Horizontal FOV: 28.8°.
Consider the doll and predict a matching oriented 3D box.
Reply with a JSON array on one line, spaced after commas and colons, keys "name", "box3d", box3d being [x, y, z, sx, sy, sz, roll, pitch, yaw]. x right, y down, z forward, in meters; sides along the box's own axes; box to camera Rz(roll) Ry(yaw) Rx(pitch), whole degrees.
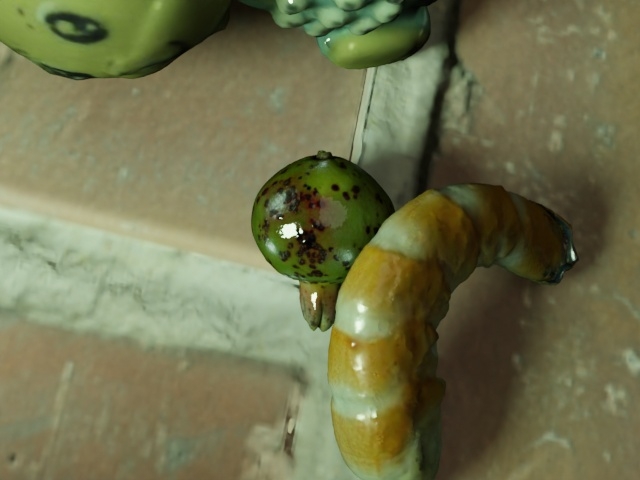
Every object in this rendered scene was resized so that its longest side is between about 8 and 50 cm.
[{"name": "doll", "box3d": [-0.059, -0.164, 0.604, 0.261, 0.177, 0.161, -11, 82, -18]}]

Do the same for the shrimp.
[{"name": "shrimp", "box3d": [0.072, 0.050, 0.641, 0.166, 0.049, 0.161, -11, 105, -41]}]

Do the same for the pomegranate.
[{"name": "pomegranate", "box3d": [-0.003, -0.001, 0.631, 0.073, 0.073, 0.084, 27, 86, -5]}]
